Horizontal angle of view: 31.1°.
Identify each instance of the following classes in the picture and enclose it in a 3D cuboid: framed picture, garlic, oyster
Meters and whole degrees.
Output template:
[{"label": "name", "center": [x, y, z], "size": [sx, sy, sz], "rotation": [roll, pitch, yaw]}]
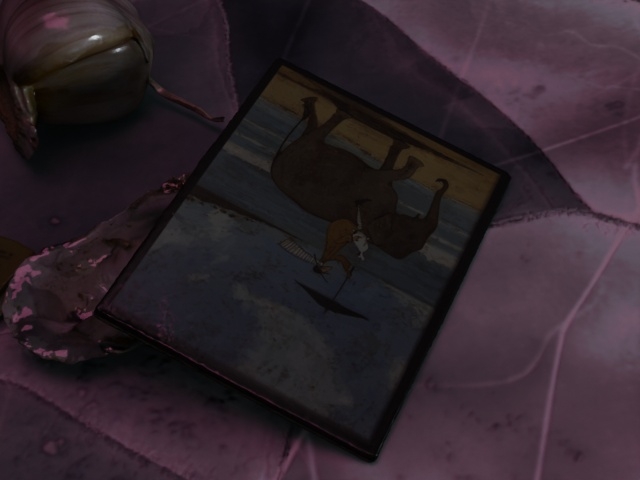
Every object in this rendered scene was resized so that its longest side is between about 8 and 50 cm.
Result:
[{"label": "framed picture", "center": [0.000, 0.000, 1.028], "size": [0.265, 0.016, 0.347], "rotation": [28, 55, 5]}, {"label": "garlic", "center": [-0.246, -0.156, 1.208], "size": [0.257, 0.207, 0.207], "rotation": [42, 59, -3]}, {"label": "oyster", "center": [-0.156, 0.018, 1.047], "size": [0.199, 0.087, 0.252], "rotation": [20, 57, 20]}]

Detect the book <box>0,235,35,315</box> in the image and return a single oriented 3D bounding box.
[{"label": "book", "center": [-0.451, 0.105, 1.052], "size": [0.239, 0.035, 0.352], "rotation": [16, 53, 25]}]
